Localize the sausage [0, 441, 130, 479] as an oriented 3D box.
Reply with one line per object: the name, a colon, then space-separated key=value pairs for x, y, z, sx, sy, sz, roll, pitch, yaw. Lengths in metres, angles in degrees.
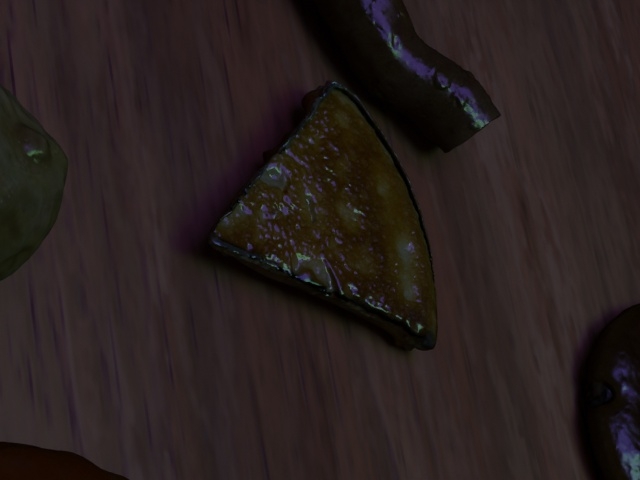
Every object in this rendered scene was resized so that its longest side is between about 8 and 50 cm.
sausage: x=-0.108 y=0.212 z=0.698 sx=0.133 sy=0.133 sz=0.258 roll=-13 pitch=79 yaw=-42

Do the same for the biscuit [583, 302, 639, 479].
biscuit: x=0.268 y=0.138 z=1.101 sx=0.212 sy=0.036 sz=0.212 roll=19 pitch=56 yaw=-31

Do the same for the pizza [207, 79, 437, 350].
pizza: x=0.000 y=0.000 z=0.962 sx=0.176 sy=0.036 sz=0.184 roll=-25 pitch=86 yaw=-42

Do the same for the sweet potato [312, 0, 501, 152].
sweet potato: x=0.014 y=-0.179 z=1.054 sx=0.067 sy=0.059 sz=0.281 roll=-38 pitch=93 yaw=-33

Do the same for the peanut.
peanut: x=-0.202 y=-0.039 z=0.768 sx=0.159 sy=0.109 sz=0.140 roll=8 pitch=62 yaw=-34
